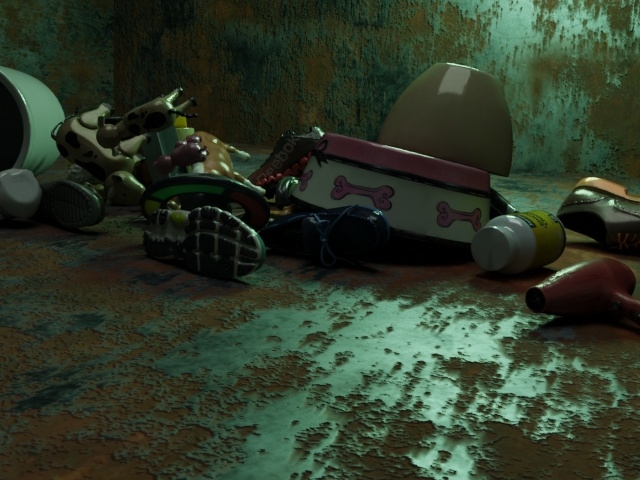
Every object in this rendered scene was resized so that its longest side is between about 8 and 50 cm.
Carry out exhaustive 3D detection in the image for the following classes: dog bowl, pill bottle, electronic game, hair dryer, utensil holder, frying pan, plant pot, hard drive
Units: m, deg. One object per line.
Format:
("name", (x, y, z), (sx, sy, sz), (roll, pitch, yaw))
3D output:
("dog bowl", (0.152, -0.104, 1.472), (0.407, 0.150, 0.408), (13, 7, -2))
("pill bottle", (0.341, 0.004, 1.287), (0.103, 0.103, 0.184), (13, 15, 41))
("electronic game", (-0.204, -0.055, 1.326), (0.229, 0.048, 0.229), (2, -25, 1))
("hair dryer", (0.422, 0.079, 0.997), (0.293, 0.080, 0.223), (4, 12, 5))
("utensil holder", (-0.823, -0.279, 1.838), (0.327, 0.328, 0.385), (2, 9, -5))
("frying pan", (0.371, -0.077, 1.587), (0.197, 0.053, 0.326), (38, 1, -11))
("plant pot", (0.276, -0.258, 1.545), (0.284, 0.191, 0.284), (14, 6, -2))
("hard drive", (-0.366, -0.198, 1.756), (0.054, 0.255, 0.172), (-13, 11, 6))

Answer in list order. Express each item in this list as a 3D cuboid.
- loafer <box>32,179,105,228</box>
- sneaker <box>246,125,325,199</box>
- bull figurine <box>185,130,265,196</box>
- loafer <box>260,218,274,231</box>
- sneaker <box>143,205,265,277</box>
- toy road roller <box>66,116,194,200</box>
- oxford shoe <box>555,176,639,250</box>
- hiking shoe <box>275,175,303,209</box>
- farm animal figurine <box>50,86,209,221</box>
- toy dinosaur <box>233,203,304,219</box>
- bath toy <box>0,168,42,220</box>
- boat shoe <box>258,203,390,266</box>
("loafer", (-0.499, -0.079, 1.492), (0.251, 0.094, 0.087), (13, 12, 41))
("sneaker", (-0.089, -0.202, 1.904), (0.276, 0.135, 0.097), (-27, -15, 9))
("bull figurine", (-0.245, -0.160, 1.793), (0.188, 0.101, 0.310), (25, 28, -32))
("loafer", (-0.091, -0.040, 1.549), (0.045, 0.039, 0.125), (9, 13, 20))
("sneaker", (-0.178, -0.006, 1.217), (0.110, 0.107, 0.275), (4, 7, -45))
("toy road roller", (-0.493, -0.207, 1.893), (0.240, 0.203, 0.329), (-2, 6, 37))
("oxford shoe", (0.657, -0.014, 1.519), (0.132, 0.130, 0.363), (-41, 41, -24))
("hiking shoe", (-0.021, -0.114, 1.816), (0.114, 0.086, 0.227), (6, 10, 29))
("farm animal figurine", (-0.396, -0.164, 1.478), (0.326, 0.330, 0.172), (24, 43, 16))
("toy dinosaur", (-0.065, -0.046, 1.473), (0.211, 0.064, 0.112), (13, 6, 10))
("bath toy", (-0.708, -0.080, 1.393), (0.348, 0.151, 0.129), (-6, -21, -40))
("boat shoe", (0.000, 0.000, 1.285), (0.258, 0.109, 0.089), (-9, 9, 42))
